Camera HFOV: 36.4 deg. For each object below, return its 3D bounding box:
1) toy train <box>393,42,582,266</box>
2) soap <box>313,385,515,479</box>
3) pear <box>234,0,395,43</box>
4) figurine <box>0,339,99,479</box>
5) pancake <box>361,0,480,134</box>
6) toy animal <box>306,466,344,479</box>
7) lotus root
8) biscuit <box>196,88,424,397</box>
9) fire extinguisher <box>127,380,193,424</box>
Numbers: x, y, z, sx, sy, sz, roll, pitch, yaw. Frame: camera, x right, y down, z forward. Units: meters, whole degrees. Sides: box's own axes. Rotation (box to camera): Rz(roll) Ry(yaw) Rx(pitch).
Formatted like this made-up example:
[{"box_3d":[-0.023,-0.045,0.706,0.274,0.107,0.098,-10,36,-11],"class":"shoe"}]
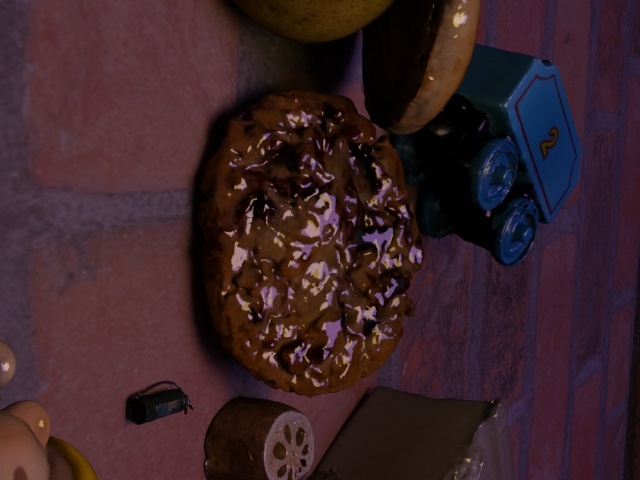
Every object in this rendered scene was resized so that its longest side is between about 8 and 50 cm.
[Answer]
[{"box_3d":[0.257,-0.126,1.445,0.265,0.188,0.300,-54,141,-17],"class":"toy train"},{"box_3d":[0.140,0.459,1.355,0.350,0.212,0.435,-56,141,-44],"class":"soap"},{"box_3d":[-0.001,-0.302,0.998,0.197,0.197,0.197,-17,110,-59],"class":"pear"},{"box_3d":[-0.254,0.134,0.636,0.215,0.187,0.344,-22,109,-48],"class":"figurine"},{"box_3d":[0.103,-0.307,1.096,0.387,0.082,0.387,-179,-90,-75],"class":"pancake"},{"box_3d":[-0.043,0.345,1.139,0.086,0.069,0.220,48,63,-12],"class":"toy animal"},{"box_3d":[-0.068,0.231,1.090,0.122,0.081,0.112,-33,116,-55],"class":"lotus root"},{"box_3d":[0.003,-0.001,1.060,0.289,0.081,0.334,-16,97,-35],"class":"biscuit"},{"box_3d":[-0.156,0.159,0.964,0.083,0.025,0.038,-2,74,-61],"class":"fire extinguisher"}]
